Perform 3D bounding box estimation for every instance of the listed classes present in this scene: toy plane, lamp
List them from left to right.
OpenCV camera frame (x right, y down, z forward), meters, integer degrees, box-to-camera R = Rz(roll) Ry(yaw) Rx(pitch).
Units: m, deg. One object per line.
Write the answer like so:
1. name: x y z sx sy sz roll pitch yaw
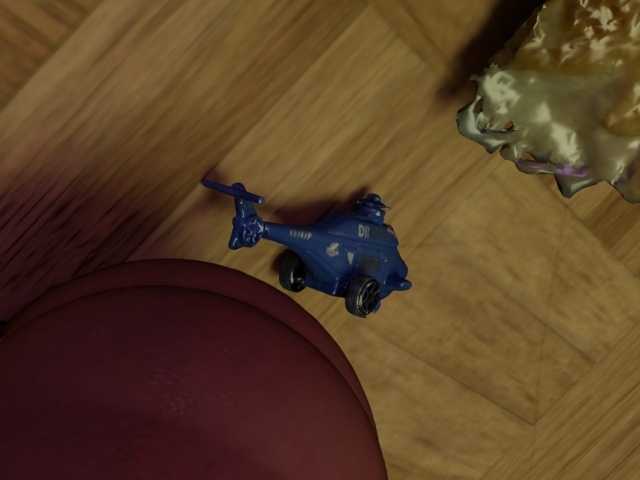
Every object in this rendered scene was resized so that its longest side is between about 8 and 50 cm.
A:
1. lamp: -0.107 0.144 0.670 0.305 0.240 0.305 -63 -174 12
2. toy plane: 0.000 0.000 0.803 0.167 0.054 0.062 16 92 -56

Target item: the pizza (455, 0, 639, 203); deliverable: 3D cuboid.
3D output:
1. pizza: 0.335 -0.142 0.790 0.392 0.080 0.435 27 119 -17
